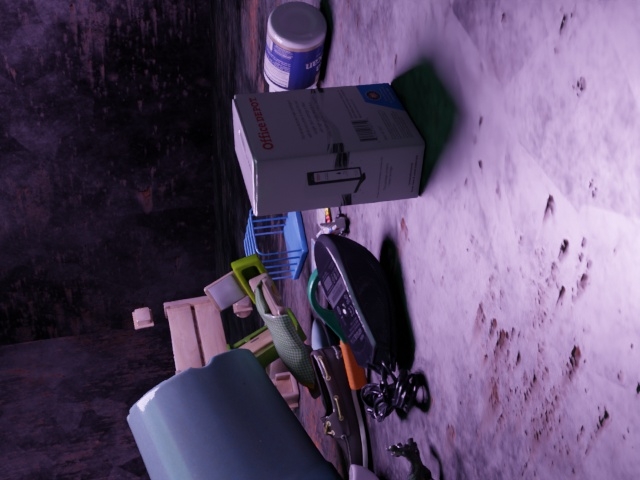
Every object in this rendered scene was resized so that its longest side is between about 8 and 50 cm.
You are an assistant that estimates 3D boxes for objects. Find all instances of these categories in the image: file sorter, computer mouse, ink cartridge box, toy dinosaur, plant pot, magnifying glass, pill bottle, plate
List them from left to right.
[{"bbox_3d":[-0.155,0.392,1.618,0.334,0.341,0.341,59,162,14],"label":"plant pot"},{"bbox_3d":[-0.096,0.005,1.914,0.170,0.104,0.118,112,148,-66],"label":"file sorter"},{"bbox_3d":[-0.044,-0.298,1.506,0.169,0.094,0.094,102,157,-59],"label":"pill bottle"},{"bbox_3d":[0.005,-0.113,1.111,0.148,0.203,0.086,-110,17,-48],"label":"ink cartridge box"},{"bbox_3d":[0.016,0.235,1.711,0.188,0.024,0.188,172,90,-79],"label":"plate"},{"bbox_3d":[0.039,0.131,1.424,0.026,0.092,0.231,-128,23,-63],"label":"magnifying glass"},{"bbox_3d":[0.071,0.109,1.283,0.188,0.072,0.272,125,124,-70],"label":"computer mouse"},{"bbox_3d":[0.127,0.303,1.132,0.118,0.064,0.268,63,161,20],"label":"toy dinosaur"}]

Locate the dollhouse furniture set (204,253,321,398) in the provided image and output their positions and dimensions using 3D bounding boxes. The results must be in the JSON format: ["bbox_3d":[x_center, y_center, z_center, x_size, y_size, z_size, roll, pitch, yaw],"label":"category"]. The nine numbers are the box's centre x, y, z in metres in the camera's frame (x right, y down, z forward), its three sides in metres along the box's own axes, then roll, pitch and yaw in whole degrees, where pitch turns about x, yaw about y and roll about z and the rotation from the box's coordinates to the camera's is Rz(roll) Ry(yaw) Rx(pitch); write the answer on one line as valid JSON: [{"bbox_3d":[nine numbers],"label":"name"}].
[{"bbox_3d":[-0.116,0.180,1.723,0.197,0.151,0.301,60,177,-25],"label":"dollhouse furniture set"}]

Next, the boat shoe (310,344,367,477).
[{"bbox_3d":[0.032,0.291,1.552,0.081,0.069,0.227,125,137,-73],"label":"boat shoe"}]

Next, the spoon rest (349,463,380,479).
[{"bbox_3d":[0.075,0.405,1.381,0.276,0.084,0.137,129,133,-73],"label":"spoon rest"}]

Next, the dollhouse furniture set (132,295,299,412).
[{"bbox_3d":[-0.256,0.306,2.244,0.174,0.355,0.303,100,159,-56],"label":"dollhouse furniture set"}]

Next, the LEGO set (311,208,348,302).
[{"bbox_3d":[0.000,0.000,1.572,0.182,0.060,0.244,-122,28,-56],"label":"LEGO set"}]
